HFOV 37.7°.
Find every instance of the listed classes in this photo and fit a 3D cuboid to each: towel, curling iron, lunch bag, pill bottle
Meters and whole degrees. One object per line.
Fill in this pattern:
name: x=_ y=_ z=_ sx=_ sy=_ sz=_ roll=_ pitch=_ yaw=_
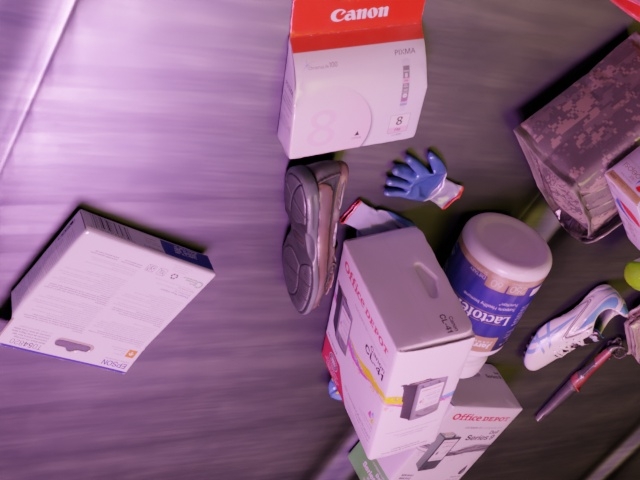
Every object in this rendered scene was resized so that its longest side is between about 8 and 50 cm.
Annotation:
towel: x=0.759 y=0.133 z=1.975 sx=0.282 sy=0.049 sz=0.187 roll=-35 pitch=142 yaw=-4
curling iron: x=0.575 y=0.314 z=2.071 sx=0.068 sy=0.035 sz=0.274 roll=18 pitch=121 yaw=-42
lunch bag: x=0.453 y=-0.129 z=1.432 sx=0.235 sy=0.169 sz=0.287 roll=-39 pitch=148 yaw=5
pill bottle: x=0.262 y=0.097 z=1.557 sx=0.153 sy=0.153 sz=0.265 roll=-3 pitch=133 yaw=-29

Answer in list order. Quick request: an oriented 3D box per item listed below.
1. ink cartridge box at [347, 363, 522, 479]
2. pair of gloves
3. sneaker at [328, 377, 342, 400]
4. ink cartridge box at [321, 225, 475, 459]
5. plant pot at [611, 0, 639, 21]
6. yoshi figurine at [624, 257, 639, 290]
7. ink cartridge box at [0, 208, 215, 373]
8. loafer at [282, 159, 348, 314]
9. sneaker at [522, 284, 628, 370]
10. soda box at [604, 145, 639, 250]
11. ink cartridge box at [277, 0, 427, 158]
ink cartridge box: x=0.225 y=0.379 z=1.854 sx=0.211 sy=0.121 sz=0.289 roll=9 pitch=126 yaw=-38
pair of gloves: x=0.122 y=-0.049 z=1.420 sx=0.198 sy=0.023 sz=0.159 roll=-46 pitch=138 yaw=17
sneaker: x=0.099 y=0.237 z=1.686 sx=0.188 sy=0.067 sz=0.078 roll=-23 pitch=161 yaw=-12
ink cartridge box: x=0.110 y=0.163 z=1.459 sx=0.131 sy=0.226 sz=0.306 roll=-12 pitch=141 yaw=-16
plant pot: x=0.545 y=-0.354 z=1.197 sx=0.275 sy=0.275 sz=0.243 roll=17 pitch=112 yaw=-42
yoshi figurine: x=0.703 y=-0.022 z=1.634 sx=0.362 sy=0.203 sz=0.203 roll=-17 pitch=123 yaw=23
ink cartridge box: x=-0.295 y=0.077 z=1.275 sx=0.224 sy=0.045 sz=0.223 roll=-46 pitch=138 yaw=19
loafer: x=0.000 y=0.000 z=1.344 sx=0.084 sy=0.096 sz=0.267 roll=-20 pitch=138 yaw=-22
sneaker: x=0.500 y=0.185 z=1.851 sx=0.237 sy=0.086 sz=0.085 roll=-43 pitch=141 yaw=17
soda box: x=0.473 y=-0.044 z=1.341 sx=0.069 sy=0.074 sz=0.216 roll=-38 pitch=143 yaw=5
ink cartridge box: x=0.048 y=-0.219 z=1.172 sx=0.189 sy=0.066 sz=0.232 roll=-12 pitch=141 yaw=-21
